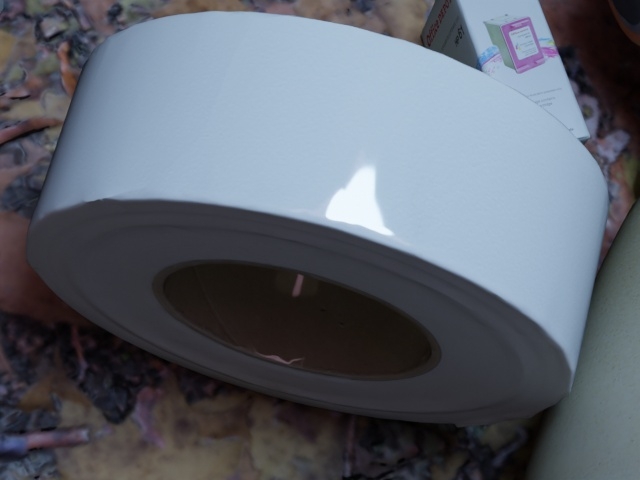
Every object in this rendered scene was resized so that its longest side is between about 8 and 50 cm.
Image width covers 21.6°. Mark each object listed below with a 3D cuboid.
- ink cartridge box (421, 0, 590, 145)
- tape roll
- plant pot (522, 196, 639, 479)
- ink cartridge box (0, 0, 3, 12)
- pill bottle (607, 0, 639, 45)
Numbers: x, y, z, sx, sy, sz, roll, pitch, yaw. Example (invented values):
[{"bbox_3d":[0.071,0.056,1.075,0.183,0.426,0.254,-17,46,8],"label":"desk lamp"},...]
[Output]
[{"bbox_3d":[0.108,-0.096,1.012,0.052,0.088,0.122,-13,74,-12],"label":"ink cartridge box"},{"bbox_3d":[0.000,0.000,0.854,0.286,0.286,0.100,17,68,-5],"label":"tape roll"},{"bbox_3d":[0.224,0.100,0.903,0.256,0.256,0.274,13,53,-7],"label":"plant pot"},{"bbox_3d":[-0.267,-0.117,0.913,0.086,0.148,0.203,36,67,5],"label":"ink cartridge box"},{"bbox_3d":[0.301,-0.197,1.056,0.245,0.130,0.130,-18,75,-7],"label":"pill bottle"}]
